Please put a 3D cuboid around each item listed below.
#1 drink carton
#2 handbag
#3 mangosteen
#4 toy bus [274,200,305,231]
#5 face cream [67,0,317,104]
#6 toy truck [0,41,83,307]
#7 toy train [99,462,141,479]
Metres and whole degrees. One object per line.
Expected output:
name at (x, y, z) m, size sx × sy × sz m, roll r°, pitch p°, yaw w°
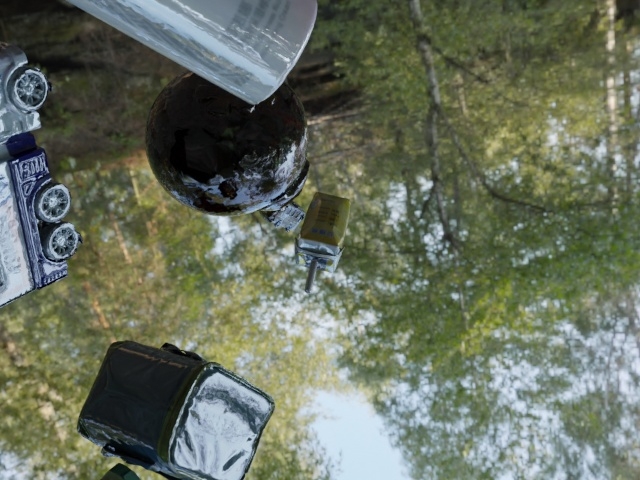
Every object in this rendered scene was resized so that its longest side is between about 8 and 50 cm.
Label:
drink carton at (0.000, 0.000, 1.162) m, size 0.084 × 0.074 × 0.200 m, roll 14°, pitch -143°, yaw 1°
handbag at (-0.256, 0.310, 1.233) m, size 0.241 × 0.263 × 0.222 m, roll 7°, pitch -116°, yaw 37°
mangosteen at (-0.125, -0.119, 1.013) m, size 0.231 × 0.289 × 0.231 m, roll -4°, pitch -126°, yaw 6°
toy bus at (-0.083, -0.062, 1.542) m, size 0.047 × 0.065 × 0.166 m, roll 41°, pitch -175°, yaw 15°
face cream at (-0.166, -0.214, 0.453) m, size 0.346 × 0.102 × 0.102 m, roll 25°, pitch -177°, yaw -27°
toy truck at (-0.369, -0.067, 0.736) m, size 0.124 × 0.267 × 0.155 m, roll 17°, pitch -147°, yaw 28°
toy train at (-0.369, 0.438, 1.117) m, size 0.125 × 0.081 × 0.194 m, roll -49°, pitch 176°, yaw 1°
